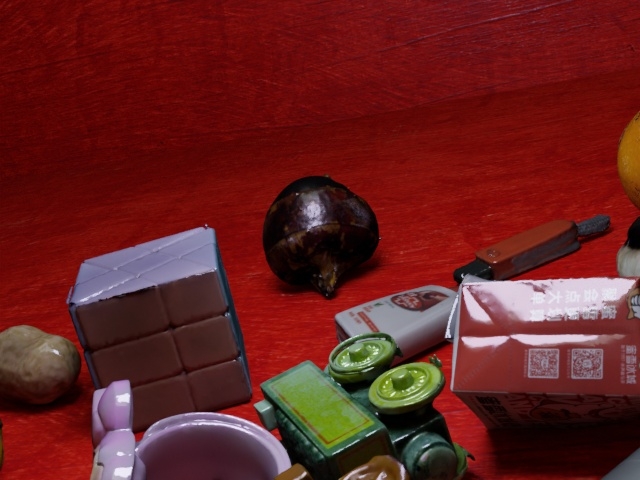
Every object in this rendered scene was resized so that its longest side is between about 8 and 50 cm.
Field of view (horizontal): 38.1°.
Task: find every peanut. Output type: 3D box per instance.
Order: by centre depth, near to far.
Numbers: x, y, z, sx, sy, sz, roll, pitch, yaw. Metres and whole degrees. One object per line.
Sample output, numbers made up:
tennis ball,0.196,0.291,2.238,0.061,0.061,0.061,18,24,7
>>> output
peanut,-0.485,0.205,1.544,0.224,0.129,0.129,0,22,31

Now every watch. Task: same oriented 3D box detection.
watch,-0.149,0.286,1.037,0.218,0.210,0.248,2,24,-12

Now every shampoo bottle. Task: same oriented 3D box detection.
shampoo bottle,0.170,0.117,1.430,0.284,0.071,0.153,-20,21,-13

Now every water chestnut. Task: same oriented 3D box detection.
water chestnut,0.000,0.000,1.735,0.224,0.238,0.223,-16,-22,-7

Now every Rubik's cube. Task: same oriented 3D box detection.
Rubik's cube,-0.242,0.132,1.434,0.222,0.224,0.231,-15,19,-4

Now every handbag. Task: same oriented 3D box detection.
handbag,0.313,0.133,1.070,0.298,0.171,0.151,-4,62,25

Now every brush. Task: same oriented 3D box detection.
brush,0.377,0.010,1.631,0.323,0.051,0.070,-20,17,-19

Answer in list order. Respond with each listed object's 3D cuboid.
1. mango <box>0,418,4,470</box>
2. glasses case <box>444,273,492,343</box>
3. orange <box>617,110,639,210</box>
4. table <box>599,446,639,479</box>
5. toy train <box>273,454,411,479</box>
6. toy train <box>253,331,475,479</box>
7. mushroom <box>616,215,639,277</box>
mango,-0.578,0.311,1.211,0.253,0.182,0.365,0,22,32
glasses case,0.317,0.139,1.229,0.308,0.083,0.128,16,52,33
orange,0.636,-0.138,1.580,0.246,0.246,0.246,-12,18,4
table,0.285,0.268,0.823,0.220,0.126,0.126,-24,21,-31
toy train,0.046,0.334,0.762,0.232,0.163,0.369,-29,23,-18
toy train,0.050,0.222,1.084,0.188,0.159,0.272,-26,21,-15
mushroom,0.514,0.066,1.221,0.248,0.130,0.344,28,9,-17
